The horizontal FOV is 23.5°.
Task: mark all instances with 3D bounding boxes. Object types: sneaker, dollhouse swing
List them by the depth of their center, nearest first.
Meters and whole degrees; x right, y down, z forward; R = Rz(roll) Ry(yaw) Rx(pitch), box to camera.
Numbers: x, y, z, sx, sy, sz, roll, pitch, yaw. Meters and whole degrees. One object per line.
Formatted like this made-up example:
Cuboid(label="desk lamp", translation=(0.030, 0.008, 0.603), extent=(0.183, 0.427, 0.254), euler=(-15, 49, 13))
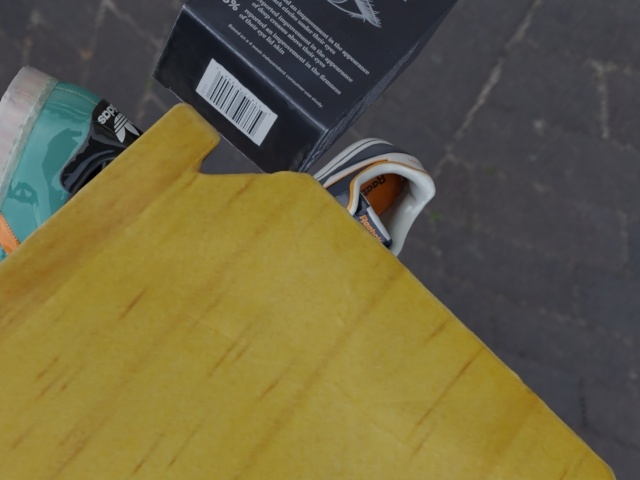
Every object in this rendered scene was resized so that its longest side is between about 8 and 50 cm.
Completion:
Cuboid(label="dollhouse swing", translation=(-0.076, 0.188, 0.811), extent=(0.347, 0.315, 0.305), euler=(44, 153, 0))
Cuboid(label="sneaker", translation=(-0.229, 0.014, 1.228), extent=(0.121, 0.108, 0.302), euler=(24, 121, 0))
Cuboid(label="sneaker", translation=(0.000, 0.000, 1.847), extent=(0.127, 0.321, 0.126), euler=(28, 158, 55))

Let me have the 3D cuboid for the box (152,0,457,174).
Cuboid(label="box", translation=(-0.009, -0.170, 1.257), extent=(0.153, 0.207, 0.108), euler=(42, 147, 3))
